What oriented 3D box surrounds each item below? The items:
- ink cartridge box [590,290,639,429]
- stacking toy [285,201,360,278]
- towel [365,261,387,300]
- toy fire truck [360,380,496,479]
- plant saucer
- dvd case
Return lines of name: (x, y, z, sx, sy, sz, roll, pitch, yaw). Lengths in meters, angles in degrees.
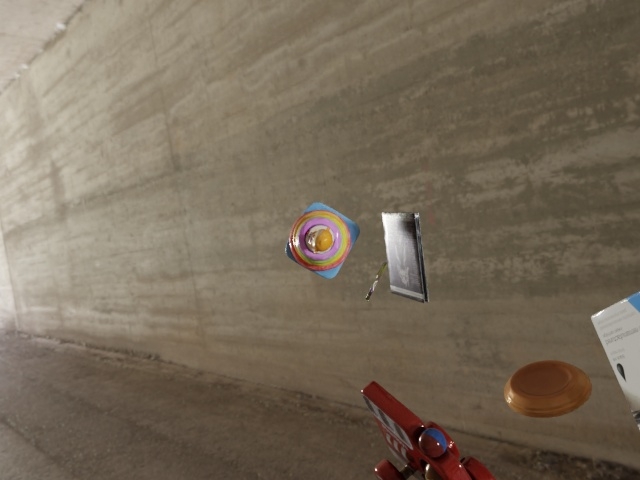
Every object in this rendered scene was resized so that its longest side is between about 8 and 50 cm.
ink cartridge box: (0.743, 0.278, 1.029, 0.166, 0.394, 0.285, -9, -23, -11)
stacking toy: (0.000, 0.000, 1.309, 0.166, 0.175, 0.302, 30, 1, 0)
towel: (0.120, 0.088, 1.155, 0.009, 0.083, 0.060, 27, 43, 7)
toy fire truck: (0.206, 0.435, 1.059, 0.169, 0.254, 0.302, -35, 28, -15)
plant saucer: (0.540, 0.347, 1.285, 0.200, 0.037, 0.200, -21, 15, 6)
dvd case: (0.212, 0.037, 1.352, 0.018, 0.221, 0.164, -10, 7, -21)
